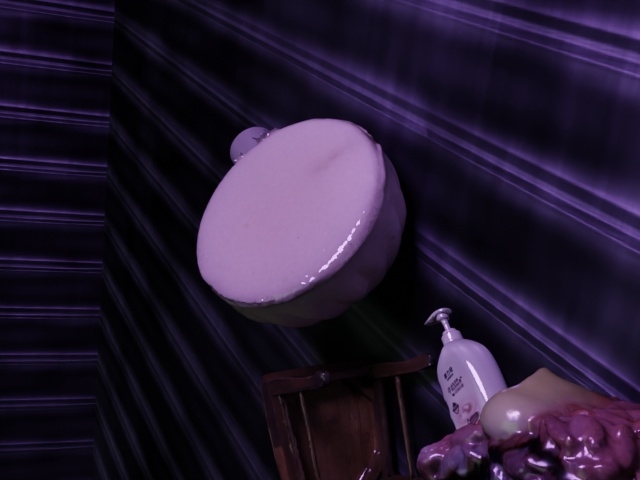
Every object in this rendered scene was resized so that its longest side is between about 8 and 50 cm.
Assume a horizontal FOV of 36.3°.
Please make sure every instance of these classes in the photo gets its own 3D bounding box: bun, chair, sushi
[{"bbox_3d":[0.000,0.000,1.163,0.263,0.175,0.263,-21,48,25],"label":"bun"},{"bbox_3d":[0.011,0.239,1.152,0.319,0.160,0.186,-26,72,62],"label":"chair"},{"bbox_3d":[0.181,0.218,0.753,0.270,0.170,0.237,173,95,-70],"label":"sushi"}]

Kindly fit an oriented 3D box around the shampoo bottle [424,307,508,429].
[{"bbox_3d":[0.147,0.132,0.975,0.077,0.045,0.152,119,143,-48],"label":"shampoo bottle"}]

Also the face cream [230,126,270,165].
[{"bbox_3d":[-0.054,-0.071,1.367,0.250,0.077,0.077,-126,42,-50],"label":"face cream"}]
